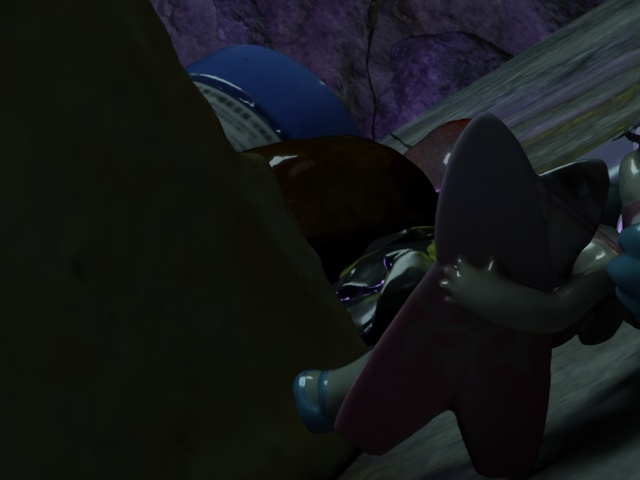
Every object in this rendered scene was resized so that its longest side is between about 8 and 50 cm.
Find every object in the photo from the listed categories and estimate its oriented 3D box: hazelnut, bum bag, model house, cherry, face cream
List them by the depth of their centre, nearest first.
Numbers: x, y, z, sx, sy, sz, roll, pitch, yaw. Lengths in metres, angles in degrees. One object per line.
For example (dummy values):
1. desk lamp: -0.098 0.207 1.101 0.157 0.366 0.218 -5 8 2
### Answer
1. model house: -0.231 0.034 0.817 0.342 0.382 0.334 -20 8 37
2. bum bag: 0.050 0.031 1.083 0.106 0.060 0.232 -21 2 10
3. hazelnut: 0.000 -0.002 1.238 0.201 0.161 0.170 1 4 4
4. cherry: 0.115 -0.054 1.398 0.106 0.087 0.126 -27 25 18
5. face cream: -0.107 -0.027 1.470 0.225 0.249 0.249 -34 6 -39

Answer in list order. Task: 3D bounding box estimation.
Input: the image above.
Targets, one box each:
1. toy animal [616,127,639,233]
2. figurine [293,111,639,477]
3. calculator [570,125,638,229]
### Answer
1. toy animal: 0.216 -0.060 0.909 0.124 0.085 0.071 -30 4 -24
2. figurine: 0.115 0.031 0.643 0.260 0.103 0.205 -29 -31 32
3. calculator: 0.209 -0.047 1.032 0.246 0.045 0.141 -31 5 3
